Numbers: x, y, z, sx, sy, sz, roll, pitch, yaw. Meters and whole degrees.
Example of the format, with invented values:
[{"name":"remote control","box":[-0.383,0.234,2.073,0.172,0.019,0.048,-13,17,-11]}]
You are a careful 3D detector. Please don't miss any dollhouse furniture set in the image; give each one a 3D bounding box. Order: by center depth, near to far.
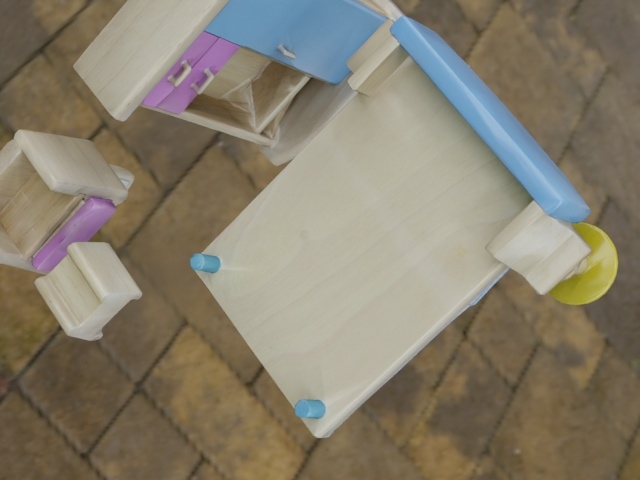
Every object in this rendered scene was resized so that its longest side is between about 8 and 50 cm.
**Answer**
[{"name":"dollhouse furniture set","box":[0.000,0.000,0.898,0.303,0.286,0.198,51,17,24]}]
